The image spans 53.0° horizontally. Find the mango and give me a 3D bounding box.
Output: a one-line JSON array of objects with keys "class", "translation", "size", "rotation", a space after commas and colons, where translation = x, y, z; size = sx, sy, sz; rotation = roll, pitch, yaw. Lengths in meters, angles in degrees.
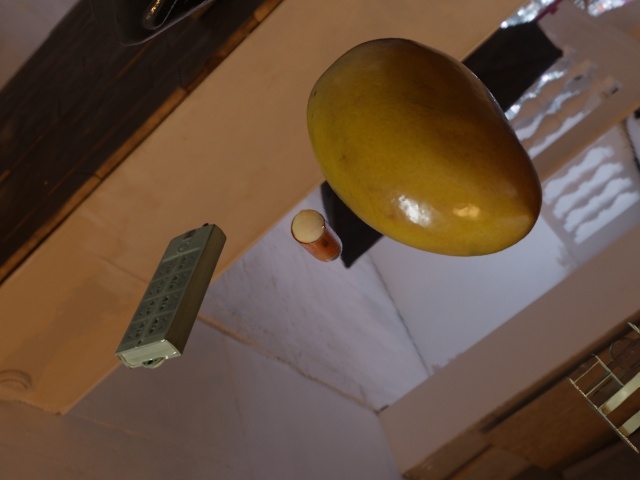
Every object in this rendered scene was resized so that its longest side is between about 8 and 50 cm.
[{"class": "mango", "translation": [0.148, -0.140, 0.964], "size": [0.300, 0.232, 0.446], "rotation": [-10, -135, -23]}]

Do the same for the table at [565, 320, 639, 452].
[{"class": "table", "translation": [0.534, 0.249, 1.112], "size": [0.175, 0.146, 0.062], "rotation": [47, -177, 5]}]

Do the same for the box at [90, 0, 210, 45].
[{"class": "box", "translation": [-0.122, -0.365, 0.645], "size": [0.073, 0.289, 0.290], "rotation": [39, 151, 12]}]

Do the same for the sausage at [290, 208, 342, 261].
[{"class": "sausage", "translation": [0.000, 0.000, 1.317], "size": [0.071, 0.071, 0.234], "rotation": [55, -178, 18]}]

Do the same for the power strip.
[{"class": "power strip", "translation": [-0.102, 0.032, 0.460], "size": [0.019, 0.051, 0.136], "rotation": [52, -147, -31]}]
